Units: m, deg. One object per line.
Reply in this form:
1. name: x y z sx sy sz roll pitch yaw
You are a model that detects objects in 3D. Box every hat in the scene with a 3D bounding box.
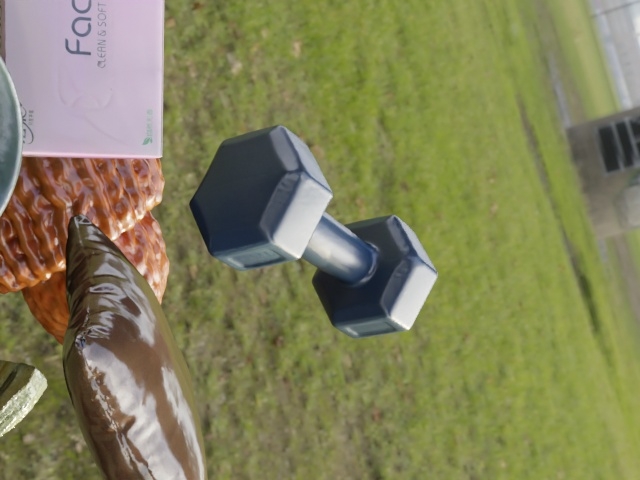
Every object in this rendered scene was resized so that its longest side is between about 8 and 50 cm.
1. hat: -0.299 0.043 1.368 0.400 0.285 0.285 67 18 -5

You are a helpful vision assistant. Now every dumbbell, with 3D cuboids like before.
1. dumbbell: 0.000 0.000 1.244 0.325 0.144 0.160 34 84 -47

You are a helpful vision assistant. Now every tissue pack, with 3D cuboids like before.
1. tissue pack: -0.220 -0.198 0.980 0.092 0.149 0.246 7 -83 62

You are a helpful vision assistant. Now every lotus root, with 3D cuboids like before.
1. lotus root: -0.468 0.235 1.512 0.144 0.143 0.070 -56 141 -25

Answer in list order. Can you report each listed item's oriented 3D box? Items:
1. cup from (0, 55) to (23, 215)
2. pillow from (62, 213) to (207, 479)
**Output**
1. cup: -0.345 -0.081 0.797 0.199 0.150 0.199 -16 110 -50
2. pillow: -0.196 0.154 1.133 0.308 0.108 0.305 -116 -172 -63
